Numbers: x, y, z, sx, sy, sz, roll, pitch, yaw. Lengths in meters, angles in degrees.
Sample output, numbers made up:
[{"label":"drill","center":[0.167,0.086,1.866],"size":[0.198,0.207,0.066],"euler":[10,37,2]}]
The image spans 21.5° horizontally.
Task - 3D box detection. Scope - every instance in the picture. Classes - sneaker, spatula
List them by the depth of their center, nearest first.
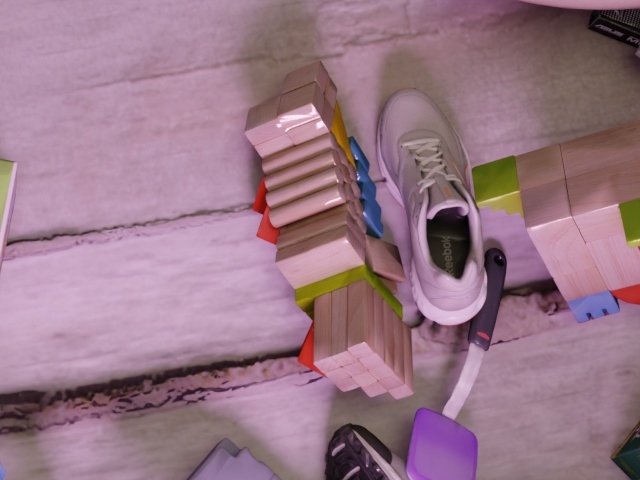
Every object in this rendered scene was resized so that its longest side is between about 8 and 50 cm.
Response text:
[{"label":"sneaker","center":[0.110,0.292,1.714],"size":[0.271,0.100,0.108],"euler":[47,45,6]},{"label":"spatula","center":[0.155,0.134,1.757],"size":[0.084,0.030,0.296],"euler":[29,61,-18]},{"label":"sneaker","center":[0.125,-0.051,1.757],"size":[0.099,0.121,0.262],"euler":[-12,71,-6]}]

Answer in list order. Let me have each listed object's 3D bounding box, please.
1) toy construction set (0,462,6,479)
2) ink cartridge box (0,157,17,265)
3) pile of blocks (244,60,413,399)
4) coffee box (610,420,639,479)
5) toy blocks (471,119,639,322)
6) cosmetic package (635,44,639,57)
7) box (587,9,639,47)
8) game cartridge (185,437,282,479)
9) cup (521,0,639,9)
[{"label":"toy construction set","center":[-0.278,0.362,1.572],"size":[0.215,0.151,0.328],"euler":[10,82,-35]},{"label":"ink cartridge box","center":[-0.346,0.004,1.583],"size":[0.097,0.255,0.189],"euler":[11,76,-10]},{"label":"pile of blocks","center":[0.000,0.000,1.752],"size":[0.112,0.149,0.362],"euler":[-20,70,22]},{"label":"coffee box","center":[0.374,0.188,1.739],"size":[0.040,0.184,0.113],"euler":[42,74,2]},{"label":"toy blocks","center":[0.382,-0.018,1.750],"size":[0.381,0.261,0.191],"euler":[-16,52,16]},{"label":"cosmetic package","center":[0.463,-0.267,1.869],"size":[0.117,0.085,0.231],"euler":[38,75,-2]},{"label":"box","center":[0.419,-0.299,1.932],"size":[0.184,0.045,0.191],"euler":[22,74,-8]},{"label":"game cartridge","center":[-0.037,0.349,1.630],"size":[0.297,0.062,0.198],"euler":[44,42,0]},{"label":"cup","center":[0.309,-0.376,1.784],"size":[0.237,0.331,0.331],"euler":[25,73,-10]}]
